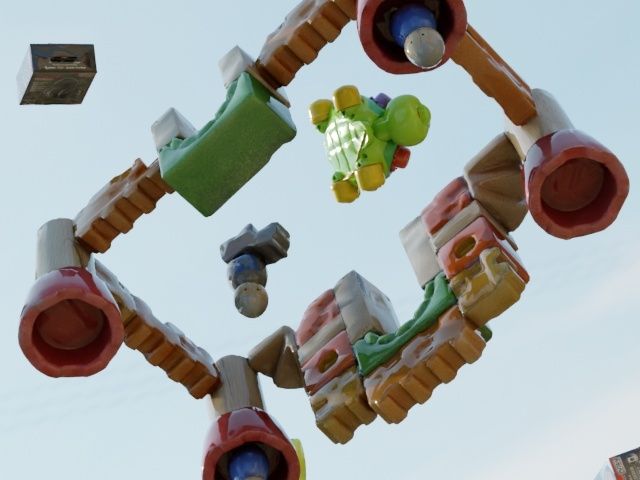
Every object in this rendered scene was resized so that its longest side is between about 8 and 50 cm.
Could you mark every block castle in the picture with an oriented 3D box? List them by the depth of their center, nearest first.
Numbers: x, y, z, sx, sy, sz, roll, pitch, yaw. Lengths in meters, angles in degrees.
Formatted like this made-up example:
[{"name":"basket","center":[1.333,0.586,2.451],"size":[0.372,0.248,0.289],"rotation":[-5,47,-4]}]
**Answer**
[{"name":"block castle","center":[0.000,0.000,1.611],"size":[0.453,0.213,0.303],"rotation":[-41,-62,12]}]

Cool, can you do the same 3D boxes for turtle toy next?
[{"name":"turtle toy","center":[0.046,-0.089,1.670],"size":[0.066,0.095,0.130],"rotation":[-14,-4,-28]}]

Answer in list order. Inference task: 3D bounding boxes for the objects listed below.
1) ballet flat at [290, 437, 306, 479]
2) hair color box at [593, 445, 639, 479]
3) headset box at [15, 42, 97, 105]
[{"name":"ballet flat","center":[-0.058,0.296,1.891],"size":[0.231,0.077,0.077],"rotation":[-53,-23,-29]},{"name":"hair color box","center":[0.356,0.292,2.275],"size":[0.043,0.072,0.141],"rotation":[-18,-18,-6]},{"name":"headset box","center":[-0.246,-0.157,1.828],"size":[0.062,0.032,0.083],"rotation":[-2,-19,-21]}]
